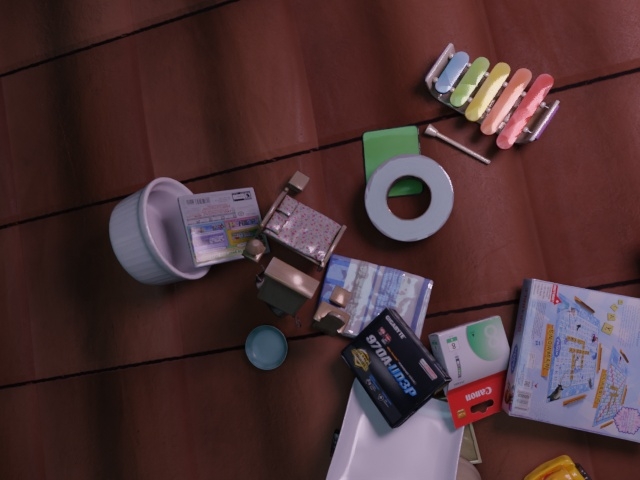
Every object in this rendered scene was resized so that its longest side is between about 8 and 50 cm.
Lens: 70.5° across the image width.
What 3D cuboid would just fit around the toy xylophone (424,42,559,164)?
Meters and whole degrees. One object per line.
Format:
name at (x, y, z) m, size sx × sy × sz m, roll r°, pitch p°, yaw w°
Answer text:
toy xylophone at (0.406, -0.334, 1.133) m, size 0.323 × 0.081 × 0.236 m, roll 26°, pitch 92°, yaw 13°

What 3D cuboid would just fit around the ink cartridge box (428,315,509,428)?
ink cartridge box at (0.371, 0.309, 1.073) m, size 0.181 × 0.056 × 0.224 m, roll -12°, pitch 80°, yaw -19°

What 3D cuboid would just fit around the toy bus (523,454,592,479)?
toy bus at (0.567, 0.615, 0.971) m, size 0.149 × 0.211 × 0.220 m, roll -36°, pitch 78°, yaw 9°

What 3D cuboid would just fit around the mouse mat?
mouse mat at (0.192, -0.208, 1.208) m, size 0.153 × 0.007 × 0.189 m, roll -5°, pitch 85°, yaw 12°

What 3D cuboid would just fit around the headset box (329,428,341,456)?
headset box at (0.071, 0.532, 1.170) m, size 0.083 × 0.032 × 0.062 m, roll 9°, pitch 89°, yaw 11°

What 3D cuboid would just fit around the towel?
towel at (0.135, 0.166, 1.181) m, size 0.285 × 0.034 × 0.209 m, roll 15°, pitch 89°, yaw 13°

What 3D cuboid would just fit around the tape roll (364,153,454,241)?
tape roll at (0.225, -0.106, 1.155) m, size 0.219 × 0.072 × 0.219 m, roll 0°, pitch 90°, yaw 12°

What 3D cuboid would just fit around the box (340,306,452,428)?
box at (0.173, 0.299, 1.078) m, size 0.175 × 0.051 × 0.220 m, roll -47°, pitch 56°, yaw 14°

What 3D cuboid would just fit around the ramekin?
ramekin at (-0.415, -0.014, 1.193) m, size 0.135 × 0.277 × 0.277 m, roll -18°, pitch 83°, yaw 18°

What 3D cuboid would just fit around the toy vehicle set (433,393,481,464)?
toy vehicle set at (0.246, 0.485, 1.134) m, size 0.267 × 0.035 × 0.166 m, roll -13°, pitch 84°, yaw 11°

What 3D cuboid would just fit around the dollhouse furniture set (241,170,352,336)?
dollhouse furniture set at (0.000, 0.000, 1.105) m, size 0.303 × 0.174 × 0.355 m, roll 30°, pitch 63°, yaw -2°

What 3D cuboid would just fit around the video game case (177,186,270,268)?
video game case at (-0.257, -0.038, 1.216) m, size 0.212 × 0.023 × 0.193 m, roll -12°, pitch 82°, yaw -31°

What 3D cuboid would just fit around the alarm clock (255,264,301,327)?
alarm clock at (-0.100, 0.149, 1.189) m, size 0.064 × 0.129 × 0.192 m, roll -31°, pitch 100°, yaw 6°

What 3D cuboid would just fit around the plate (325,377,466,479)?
plate at (0.178, 0.488, 1.056) m, size 0.277 × 0.045 × 0.278 m, roll 14°, pitch 57°, yaw 12°

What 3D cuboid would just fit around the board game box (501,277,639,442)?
board game box at (0.611, 0.271, 1.041) m, size 0.318 × 0.066 × 0.318 m, roll 11°, pitch 89°, yaw 6°

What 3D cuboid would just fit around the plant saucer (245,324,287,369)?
plant saucer at (-0.145, 0.291, 1.237) m, size 0.119 × 0.021 × 0.119 m, roll -1°, pitch 87°, yaw 12°

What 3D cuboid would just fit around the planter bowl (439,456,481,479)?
planter bowl at (0.303, 0.605, 1.056) m, size 0.162 × 0.109 × 0.162 m, roll 2°, pitch 104°, yaw 7°
